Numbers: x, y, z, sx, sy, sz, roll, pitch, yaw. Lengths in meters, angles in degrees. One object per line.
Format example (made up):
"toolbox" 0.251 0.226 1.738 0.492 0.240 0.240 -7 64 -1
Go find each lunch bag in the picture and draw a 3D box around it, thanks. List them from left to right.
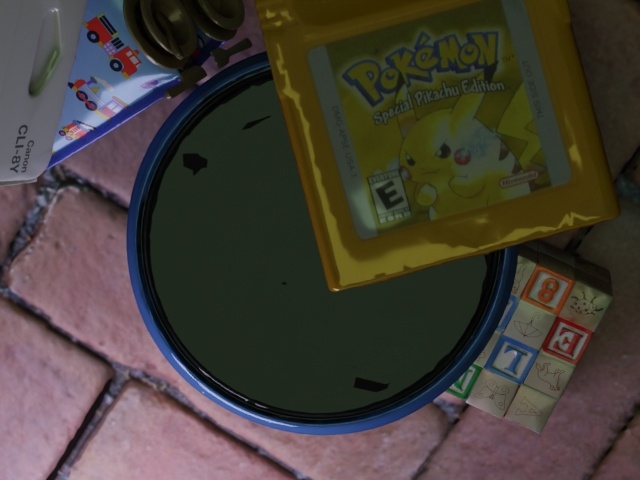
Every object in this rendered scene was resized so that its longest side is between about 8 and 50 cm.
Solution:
"lunch bag" -0.285 -0.203 1.597 0.293 0.138 0.221 -29 105 25

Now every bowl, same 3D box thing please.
"bowl" 0.000 0.000 1.531 0.391 0.077 0.391 0 92 1

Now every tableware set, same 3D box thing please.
"tableware set" -0.125 -0.226 1.519 0.039 0.194 0.128 -27 99 31

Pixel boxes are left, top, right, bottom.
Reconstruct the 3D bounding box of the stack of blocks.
"stack of blocks" 0.134 0.057 1.635 0.297 0.087 0.171 25 109 0

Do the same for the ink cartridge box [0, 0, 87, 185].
"ink cartridge box" -0.419 -0.246 1.486 0.384 0.160 0.279 27 112 30

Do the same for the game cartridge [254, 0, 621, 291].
"game cartridge" 0.104 -0.141 1.461 0.285 0.053 0.324 -15 93 1
